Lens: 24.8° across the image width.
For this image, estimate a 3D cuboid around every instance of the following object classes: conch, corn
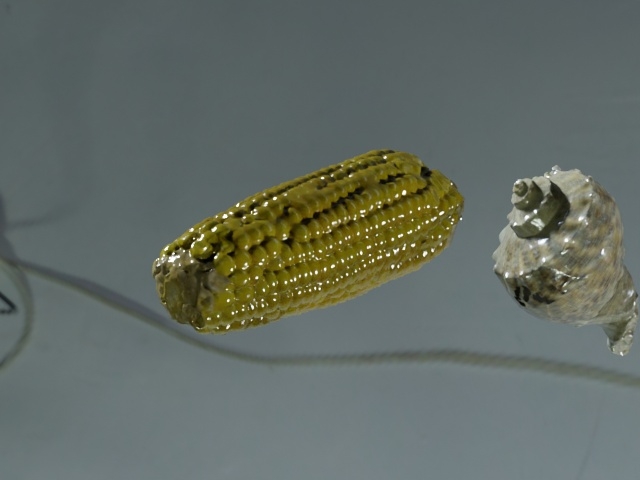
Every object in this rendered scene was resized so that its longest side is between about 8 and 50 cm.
[{"bbox_3d":[0.223,0.011,1.259,0.130,0.207,0.155,-22,36,36],"label":"conch"},{"bbox_3d":[0.000,0.000,0.998,0.261,0.097,0.097,-21,56,-39],"label":"corn"}]
